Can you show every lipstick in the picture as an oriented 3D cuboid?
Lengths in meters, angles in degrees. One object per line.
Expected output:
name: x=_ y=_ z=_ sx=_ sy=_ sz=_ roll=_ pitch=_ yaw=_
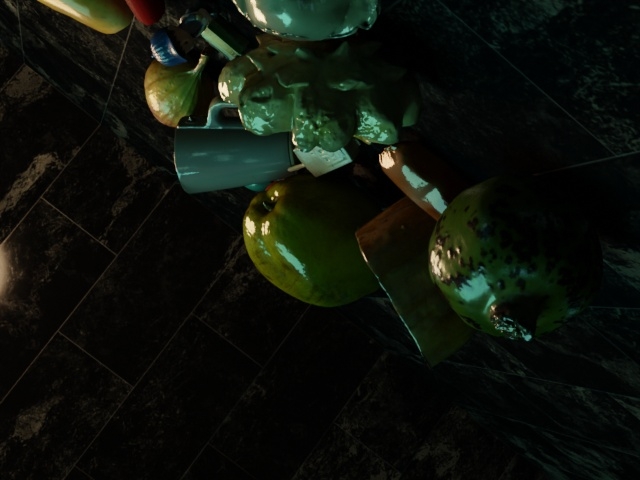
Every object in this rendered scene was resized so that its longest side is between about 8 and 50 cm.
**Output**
lipstick: x=-0.340 y=-0.479 z=1.916 sx=0.073 sy=0.073 sz=0.280 roll=34 pitch=170 yaw=17

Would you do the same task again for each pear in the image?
pear: x=0.000 y=0.000 z=2.164 sx=0.321 sy=0.269 sz=0.269 roll=31 pitch=174 yaw=-31

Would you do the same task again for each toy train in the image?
toy train: x=-0.173 y=-0.365 z=1.952 sx=0.093 sy=0.038 sz=0.056 roll=39 pitch=167 yaw=-12

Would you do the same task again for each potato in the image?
potato: x=-0.467 y=-0.491 z=2.102 sx=0.234 sy=0.146 sz=0.150 roll=26 pitch=-145 yaw=-6

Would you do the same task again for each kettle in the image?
kettle: x=-0.161 y=-0.203 z=2.171 sx=0.243 sy=0.160 sz=0.211 roll=-4 pitch=126 yaw=14

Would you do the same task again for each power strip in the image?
power strip: x=-0.003 y=-0.164 z=2.061 sx=0.175 sy=0.042 sz=0.075 roll=-23 pitch=116 yaw=45

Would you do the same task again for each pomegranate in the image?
pomegranate: x=0.282 y=0.035 z=1.575 sx=0.254 sy=0.270 sz=0.254 roll=9 pitch=135 yaw=9

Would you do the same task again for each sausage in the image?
sausage: x=0.226 y=-0.065 z=1.828 sx=0.300 sy=0.083 sz=0.089 roll=40 pitch=159 yaw=-5

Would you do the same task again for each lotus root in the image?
lotus root: x=0.209 y=0.045 z=1.992 sx=0.316 sy=0.250 sz=0.316 roll=52 pitch=180 yaw=0

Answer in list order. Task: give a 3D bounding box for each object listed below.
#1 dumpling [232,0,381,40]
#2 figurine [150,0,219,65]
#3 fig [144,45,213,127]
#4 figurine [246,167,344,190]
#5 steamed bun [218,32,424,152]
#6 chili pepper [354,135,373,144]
dumpling: x=-0.036 y=-0.340 z=1.396 sx=0.247 sy=0.142 sz=0.172 roll=11 pitch=127 yaw=31
figurine: x=-0.241 y=-0.367 z=1.889 sx=0.079 sy=0.136 sz=0.077 roll=25 pitch=167 yaw=14
fig: x=-0.291 y=-0.326 z=2.226 sx=0.143 sy=0.160 sz=0.231 roll=-3 pitch=169 yaw=-5
figurine: x=-0.092 y=-0.114 z=2.337 sx=0.257 sy=0.208 sz=0.181 roll=41 pitch=138 yaw=11
steamed bun: x=0.001 y=-0.235 z=1.521 sx=0.292 sy=0.295 sz=0.137 roll=10 pitch=119 yaw=16
chili pepper: x=0.050 y=-0.202 z=1.890 sx=0.050 sy=0.052 sz=0.201 roll=8 pitch=-172 yaw=-37
